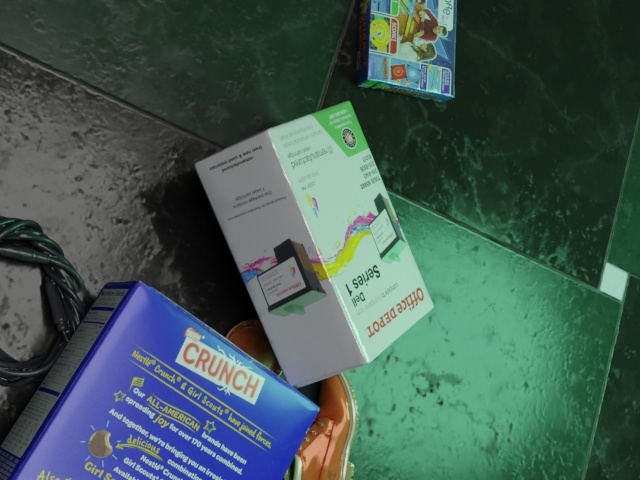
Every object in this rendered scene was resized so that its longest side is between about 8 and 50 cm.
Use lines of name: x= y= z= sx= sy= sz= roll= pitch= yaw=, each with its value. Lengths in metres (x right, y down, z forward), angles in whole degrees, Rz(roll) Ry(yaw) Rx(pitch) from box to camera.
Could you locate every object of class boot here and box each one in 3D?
boot: x=-0.003 y=0.231 z=1.330 sx=0.084 sy=0.059 sz=0.158 roll=8 pitch=81 yaw=-22

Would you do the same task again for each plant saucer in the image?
plant saucer: x=-0.081 y=0.136 z=1.324 sx=0.083 sy=0.013 sz=0.083 roll=4 pitch=82 yaw=-28

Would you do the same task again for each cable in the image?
cable: x=-0.325 y=0.067 z=1.193 sx=0.150 sy=0.047 sz=0.184 roll=-46 pitch=108 yaw=-33

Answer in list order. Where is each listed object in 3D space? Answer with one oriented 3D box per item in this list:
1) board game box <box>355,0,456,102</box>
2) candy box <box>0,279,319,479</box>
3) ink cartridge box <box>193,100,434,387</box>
board game box: x=0.116 y=-0.294 z=1.473 sx=0.136 sy=0.035 sz=0.201 roll=8 pitch=80 yaw=-27
candy box: x=-0.190 y=0.242 z=1.175 sx=0.268 sy=0.122 sz=0.317 roll=39 pitch=71 yaw=-25
ink cartridge box: x=0.000 y=0.000 z=1.283 sx=0.201 sy=0.117 sz=0.278 roll=-30 pitch=99 yaw=-58
